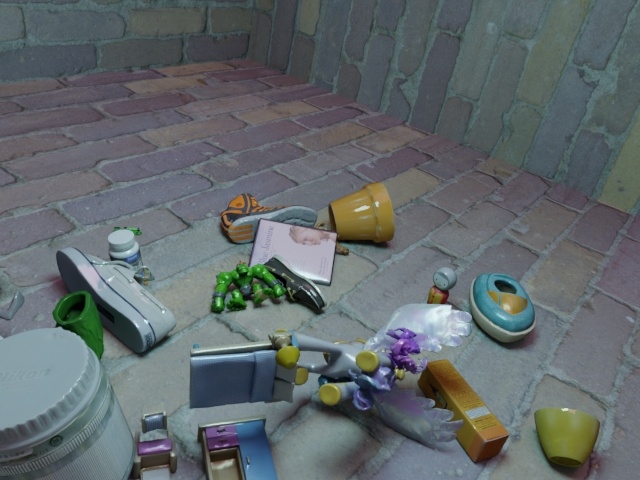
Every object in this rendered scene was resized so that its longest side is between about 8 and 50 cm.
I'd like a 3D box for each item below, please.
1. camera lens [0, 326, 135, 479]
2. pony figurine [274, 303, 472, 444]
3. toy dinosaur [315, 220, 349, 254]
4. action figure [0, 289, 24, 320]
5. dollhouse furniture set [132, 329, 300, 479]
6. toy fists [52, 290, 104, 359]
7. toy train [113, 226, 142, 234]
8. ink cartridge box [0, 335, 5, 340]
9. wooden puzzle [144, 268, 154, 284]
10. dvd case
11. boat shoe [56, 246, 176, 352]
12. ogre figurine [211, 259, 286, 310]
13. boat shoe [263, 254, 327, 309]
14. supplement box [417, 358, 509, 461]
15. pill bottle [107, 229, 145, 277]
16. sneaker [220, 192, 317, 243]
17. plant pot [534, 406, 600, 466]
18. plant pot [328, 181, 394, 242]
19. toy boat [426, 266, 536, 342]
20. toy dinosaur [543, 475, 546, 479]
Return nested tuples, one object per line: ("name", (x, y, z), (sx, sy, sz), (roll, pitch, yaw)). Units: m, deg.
("camera lens", (-0.436, 0.308, 0.854), (0.219, 0.274, 0.219), (-2, 35, 2))
("pony figurine", (0.119, 0.264, 1.125), (0.350, 0.303, 0.363), (8, -4, 29))
("toy dinosaur", (0.000, 0.000, 1.708), (0.211, 0.064, 0.112), (6, 55, -17))
("action figure", (-0.832, 0.149, 1.036), (0.330, 0.179, 0.341), (-15, -9, 10))
("dollhouse furniture set", (-0.174, 0.323, 0.916), (0.286, 0.303, 0.198), (-1, 33, -20))
("toy fists", (-0.515, 0.240, 1.096), (0.096, 0.142, 0.279), (-11, 35, -7))
("toy train", (-0.589, -0.030, 1.614), (0.083, 0.024, 0.017), (1, 33, -17))
("ink cartridge box", (-0.705, 0.299, 1.011), (0.238, 0.060, 0.275), (26, 34, 24))
("wooden puzzle", (-0.488, 0.096, 1.461), (0.049, 0.006, 0.083), (-8, 37, -30))
("dvd case", (-0.080, 0.031, 1.610), (0.252, 0.022, 0.180), (10, 61, -2))
("boat shoe", (-0.490, 0.116, 1.307), (0.367, 0.136, 0.156), (32, 36, 24))
("ogre figurine", (-0.207, 0.123, 1.437), (0.197, 0.097, 0.118), (-24, 54, -4))
("boat shoe", (-0.079, 0.129, 1.486), (0.068, 0.081, 0.227), (-35, 55, -29))
("supplement box", (0.319, 0.380, 1.210), (0.080, 0.078, 0.233), (-6, 36, -27))
("pill bottle", (-0.515, 0.044, 1.400), (0.078, 0.137, 0.078), (1, 36, -1))
("sneaker", (-0.179, -0.096, 1.764), (0.321, 0.125, 0.180), (-6, 37, -27))
("plant pot", (0.540, 0.439, 1.163), (0.134, 0.134, 0.095), (15, 58, 5))
("plant pot", (0.131, -0.082, 1.801), (0.187, 0.205, 0.205), (-11, 35, -8))
("toy boat", (0.472, 0.167, 1.538), (0.318, 0.148, 0.267), (10, 31, -3))
("toy dinosaur", (0.529, 0.547, 1.054), (0.183, 0.053, 0.092), (22, 16, 2))
